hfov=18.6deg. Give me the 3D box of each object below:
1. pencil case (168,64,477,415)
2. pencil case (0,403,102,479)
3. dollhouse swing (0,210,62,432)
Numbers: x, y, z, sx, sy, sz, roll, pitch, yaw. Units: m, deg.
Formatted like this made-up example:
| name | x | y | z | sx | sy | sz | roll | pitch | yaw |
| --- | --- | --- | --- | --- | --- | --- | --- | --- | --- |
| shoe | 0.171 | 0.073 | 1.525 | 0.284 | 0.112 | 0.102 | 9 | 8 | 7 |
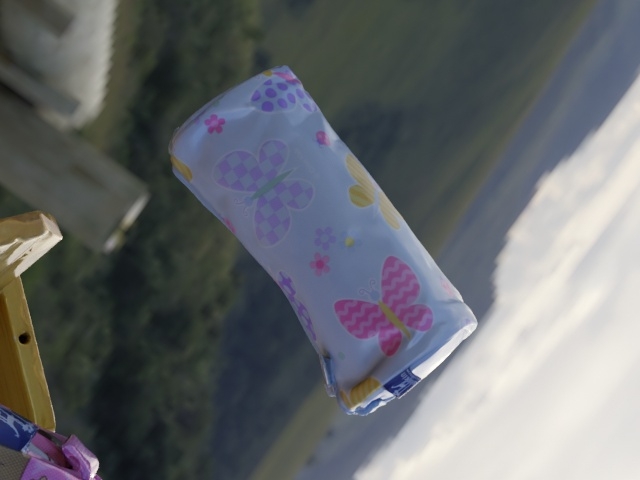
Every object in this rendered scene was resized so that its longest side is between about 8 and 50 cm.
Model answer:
| name | x | y | z | sx | sy | sz | roll | pitch | yaw |
| --- | --- | --- | --- | --- | --- | --- | --- | --- | --- |
| pencil case | 0.000 | 0.000 | 1.497 | 0.124 | 0.273 | 0.113 | -39 | 170 | 24 |
| pencil case | -0.264 | 0.278 | 1.168 | 0.167 | 0.160 | 0.386 | 11 | -103 | 49 |
| dollhouse swing | -0.423 | 0.160 | 2.074 | 0.347 | 0.315 | 0.305 | -15 | -178 | -40 |
